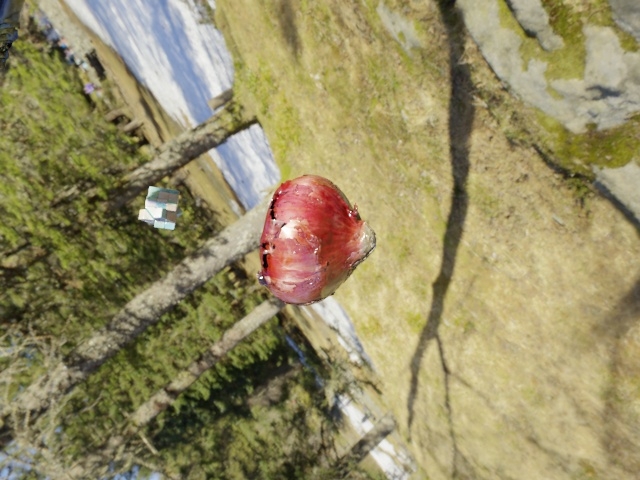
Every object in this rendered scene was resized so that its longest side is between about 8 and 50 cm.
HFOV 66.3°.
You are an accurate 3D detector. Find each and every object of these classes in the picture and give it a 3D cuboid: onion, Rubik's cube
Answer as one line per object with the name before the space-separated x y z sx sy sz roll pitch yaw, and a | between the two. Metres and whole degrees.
onion | 0.000 0.000 0.660 0.146 0.184 0.184 1 137 28
Rubik's cube | -0.322 -0.059 0.990 0.075 0.084 0.073 18 122 -4

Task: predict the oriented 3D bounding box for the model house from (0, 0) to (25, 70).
model house | -0.357 -0.226 0.381 0.182 0.172 0.167 -29 89 34
